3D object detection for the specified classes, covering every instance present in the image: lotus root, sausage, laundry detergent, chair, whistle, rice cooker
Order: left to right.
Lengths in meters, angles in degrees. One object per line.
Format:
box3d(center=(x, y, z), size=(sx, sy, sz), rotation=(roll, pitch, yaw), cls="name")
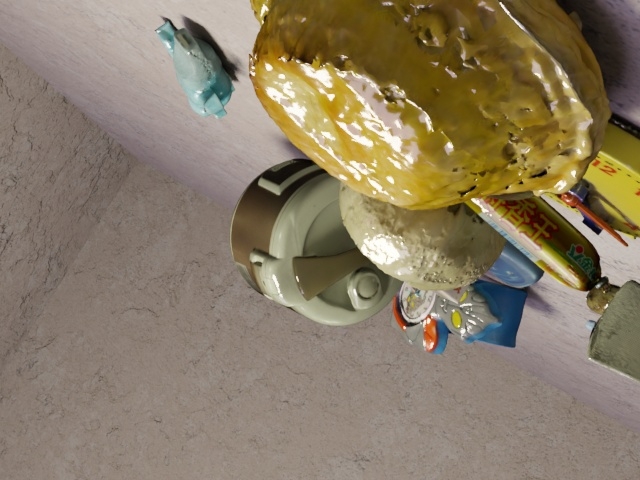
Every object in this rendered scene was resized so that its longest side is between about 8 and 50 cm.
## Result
box3d(center=(-0.212, -0.297, 1.779), size=(0.186, 0.093, 0.274), rotation=(56, 177, 16), cls="whistle")
box3d(center=(0.000, 0.000, 2.035), size=(0.335, 0.335, 0.325), rotation=(35, 173, -30), cls="rice cooker")
box3d(center=(0.247, -0.031, 1.679), size=(0.290, 0.094, 0.143), rotation=(33, 177, -16), cls="laundry detergent")
box3d(center=(0.228, -0.053, 1.268), size=(0.371, 0.082, 0.082), rotation=(41, 173, -1), cls="sausage")
box3d(center=(0.497, 0.105, 1.738), size=(0.049, 0.054, 0.099), rotation=(22, 178, -27), cls="lotus root")
box3d(center=(0.605, 0.199, 1.555), size=(0.319, 0.160, 0.186), rotation=(31, 178, -2), cls="chair")

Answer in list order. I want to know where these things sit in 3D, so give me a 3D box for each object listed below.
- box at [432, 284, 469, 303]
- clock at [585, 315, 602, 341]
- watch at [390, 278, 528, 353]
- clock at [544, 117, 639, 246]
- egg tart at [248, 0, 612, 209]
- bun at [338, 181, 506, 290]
box3d(center=(0.207, -0.002, 1.824), size=(0.233, 0.149, 0.067), rotation=(36, 174, -37), cls="box")
box3d(center=(0.569, 0.194, 1.790), size=(0.195, 0.100, 0.194), rotation=(24, -178, -9), cls="clock")
box3d(center=(0.333, 0.140, 2.150), size=(0.274, 0.241, 0.305), rotation=(15, -179, -37), cls="watch")
box3d(center=(0.313, -0.073, 1.195), size=(0.277, 0.071, 0.293), rotation=(30, 173, 11), cls="clock")
box3d(center=(0.074, -0.160, 1.013), size=(0.443, 0.178, 0.443), rotation=(34, 165, 10), cls="egg tart")
box3d(center=(0.160, -0.058, 1.378), size=(0.259, 0.259, 0.152), rotation=(32, 132, -12), cls="bun")
